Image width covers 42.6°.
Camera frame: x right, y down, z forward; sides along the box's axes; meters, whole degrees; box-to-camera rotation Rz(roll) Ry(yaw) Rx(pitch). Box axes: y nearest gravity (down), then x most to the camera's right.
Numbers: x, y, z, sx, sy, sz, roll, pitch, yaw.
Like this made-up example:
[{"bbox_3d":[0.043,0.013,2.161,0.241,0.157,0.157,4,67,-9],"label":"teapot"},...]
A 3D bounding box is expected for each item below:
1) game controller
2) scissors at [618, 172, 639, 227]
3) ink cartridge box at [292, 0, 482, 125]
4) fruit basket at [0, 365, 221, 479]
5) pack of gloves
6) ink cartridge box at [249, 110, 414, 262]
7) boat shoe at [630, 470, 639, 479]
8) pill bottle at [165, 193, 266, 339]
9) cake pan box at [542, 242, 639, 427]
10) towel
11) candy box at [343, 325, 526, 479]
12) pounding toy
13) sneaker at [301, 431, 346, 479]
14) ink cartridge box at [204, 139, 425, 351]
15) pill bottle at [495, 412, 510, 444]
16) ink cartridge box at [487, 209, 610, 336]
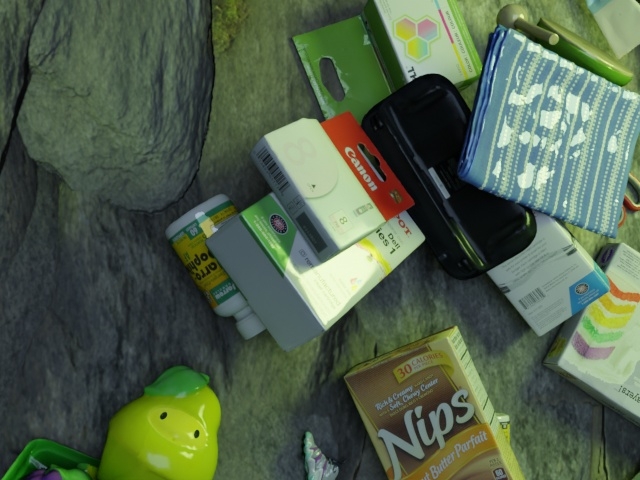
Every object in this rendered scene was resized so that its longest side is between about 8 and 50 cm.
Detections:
[{"bbox_3d":[0.200,-0.099,1.290,0.166,0.067,0.319,-31,90,9],"label":"game controller"},{"bbox_3d":[0.442,-0.138,1.434,0.297,0.021,0.109,41,82,-3],"label":"scissors"},{"bbox_3d":[0.110,-0.305,1.352,0.255,0.097,0.189,-22,89,-12],"label":"ink cartridge box"},{"bbox_3d":[-0.254,0.370,1.152,0.391,0.283,0.392,0,100,-2],"label":"fruit basket"},{"bbox_3d":[0.535,-0.462,1.406,0.046,0.195,0.232,-12,68,-48],"label":"pack of gloves"},{"bbox_3d":[0.034,-0.097,1.190,0.232,0.066,0.189,-31,85,-38],"label":"ink cartridge box"},{"bbox_3d":[0.584,0.448,1.351,0.367,0.136,0.156,-43,96,-21],"label":"boat shoe"},{"bbox_3d":[-0.137,0.043,1.262,0.117,0.117,0.208,-33,91,-11],"label":"pill bottle"},{"bbox_3d":[0.546,0.174,1.395,0.266,0.070,0.246,34,82,-6],"label":"cake pan box"},{"bbox_3d":[0.365,-0.161,1.259,0.336,0.040,0.243,17,84,-27],"label":"towel"},{"bbox_3d":[0.187,0.314,1.271,0.182,0.087,0.317,-25,89,18],"label":"candy box"},{"bbox_3d":[0.399,-0.290,1.382,0.236,0.183,0.110,16,118,-30],"label":"pounding toy"},{"bbox_3d":[0.008,0.346,1.300,0.069,0.038,0.098,-7,95,-12],"label":"sneaker"},{"bbox_3d":[0.000,0.000,1.229,0.201,0.117,0.278,54,48,-2],"label":"ink cartridge box"},{"bbox_3d":[0.274,0.340,1.331,0.065,0.065,0.116,1,85,-10],"label":"pill bottle"},{"bbox_3d":[0.354,0.036,1.339,0.139,0.082,0.191,-38,91,21],"label":"ink cartridge box"}]
